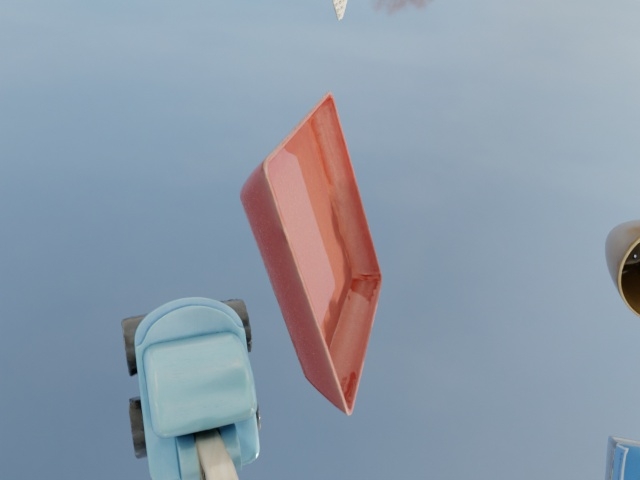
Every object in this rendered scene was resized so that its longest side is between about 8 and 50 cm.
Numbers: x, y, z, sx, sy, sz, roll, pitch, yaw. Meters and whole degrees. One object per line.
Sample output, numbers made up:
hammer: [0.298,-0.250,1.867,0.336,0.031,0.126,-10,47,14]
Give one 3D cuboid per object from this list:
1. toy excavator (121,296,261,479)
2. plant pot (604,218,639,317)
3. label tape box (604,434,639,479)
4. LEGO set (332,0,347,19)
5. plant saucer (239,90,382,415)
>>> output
toy excavator: [-0.174,0.302,0.856,0.222,0.445,0.433,-7,-94,-18]
plant pot: [0.780,0.039,1.336,0.237,0.237,0.254,11,-162,3]
label tape box: [0.583,0.501,1.032,0.115,0.347,0.249,5,-103,24]
LEGO set: [0.096,-0.380,0.747,0.244,0.060,0.183,-14,-143,16]
plant saucer: [0.000,0.000,0.593,0.047,0.259,0.259,-9,-156,19]
